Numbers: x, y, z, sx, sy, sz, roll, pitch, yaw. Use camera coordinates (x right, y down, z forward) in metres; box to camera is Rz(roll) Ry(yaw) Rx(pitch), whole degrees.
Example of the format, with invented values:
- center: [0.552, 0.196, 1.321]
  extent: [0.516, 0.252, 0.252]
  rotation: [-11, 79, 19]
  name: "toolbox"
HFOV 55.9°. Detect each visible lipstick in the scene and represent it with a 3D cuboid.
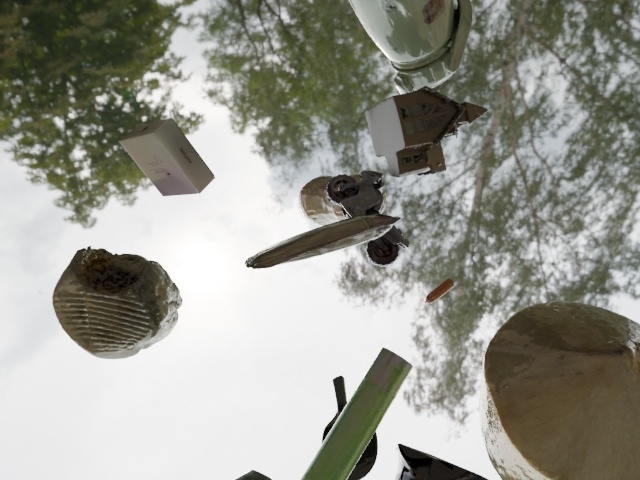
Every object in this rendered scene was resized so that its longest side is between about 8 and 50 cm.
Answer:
- center: [0.065, 0.344, 1.113]
  extent: [0.076, 0.076, 0.304]
  rotation: [27, -99, 34]
  name: "lipstick"

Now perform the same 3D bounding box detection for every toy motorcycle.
- center: [0.107, -0.054, 1.218]
  extent: [0.122, 0.080, 0.215]
  rotation: [-32, -105, -4]
  name: "toy motorcycle"

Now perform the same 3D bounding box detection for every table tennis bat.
- center: [0.064, 0.459, 1.484]
  extent: [0.154, 0.021, 0.274]
  rotation: [-29, -136, 19]
  name: "table tennis bat"

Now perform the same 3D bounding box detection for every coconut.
- center: [0.366, 0.235, 0.845]
  extent: [0.328, 0.329, 0.329]
  rotation: [-3, -142, 2]
  name: "coconut"

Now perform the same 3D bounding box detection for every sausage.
- center: [0.352, 0.155, 1.800]
  extent: [0.107, 0.031, 0.031]
  rotation: [-37, -134, -15]
  name: "sausage"

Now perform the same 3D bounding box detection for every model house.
- center: [0.250, -0.233, 1.269]
  extent: [0.247, 0.176, 0.181]
  rotation: [-14, -176, -15]
  name: "model house"

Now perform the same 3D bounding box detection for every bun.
- center: [-0.459, 0.136, 1.402]
  extent: [0.281, 0.282, 0.205]
  rotation: [1, -158, 8]
  name: "bun"

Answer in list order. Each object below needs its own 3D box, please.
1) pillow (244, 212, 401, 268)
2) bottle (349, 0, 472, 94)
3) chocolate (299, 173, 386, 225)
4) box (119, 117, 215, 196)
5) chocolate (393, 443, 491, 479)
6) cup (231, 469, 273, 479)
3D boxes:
- center: [0.000, 0.000, 0.878]
  extent: [0.232, 0.038, 0.130]
  rotation: [-17, -171, -10]
  name: "pillow"
- center: [0.213, -0.488, 1.328]
  extent: [0.229, 0.352, 0.229]
  rotation: [-22, -138, 21]
  name: "bottle"
- center: [0.043, -0.098, 1.469]
  extent: [0.134, 0.134, 0.309]
  rotation: [-26, -166, -25]
  name: "chocolate"
- center: [-0.270, -0.144, 1.066]
  extent: [0.129, 0.130, 0.051]
  rotation: [2, -135, 47]
  name: "box"
- center: [0.280, 0.672, 1.292]
  extent: [0.383, 0.384, 0.332]
  rotation: [19, -110, 27]
  name: "chocolate"
- center: [-0.166, 0.611, 1.405]
  extent: [0.128, 0.095, 0.129]
  rotation: [12, -175, 33]
  name: "cup"
